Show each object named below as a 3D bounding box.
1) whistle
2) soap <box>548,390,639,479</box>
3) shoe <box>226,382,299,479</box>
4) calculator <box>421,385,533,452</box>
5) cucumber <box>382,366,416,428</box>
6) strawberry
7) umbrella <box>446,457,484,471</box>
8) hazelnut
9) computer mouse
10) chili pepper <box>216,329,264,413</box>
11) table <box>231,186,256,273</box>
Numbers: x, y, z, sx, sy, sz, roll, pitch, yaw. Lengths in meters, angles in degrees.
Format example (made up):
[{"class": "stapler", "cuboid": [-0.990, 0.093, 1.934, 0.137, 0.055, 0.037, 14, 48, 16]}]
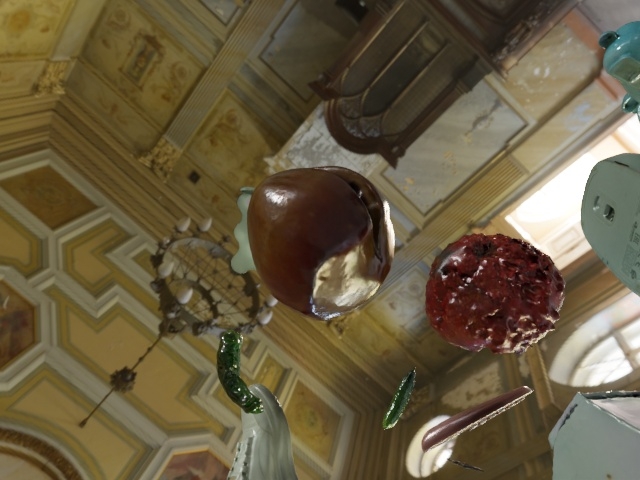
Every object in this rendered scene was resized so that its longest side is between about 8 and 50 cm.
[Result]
[{"class": "whistle", "cuboid": [0.540, -0.239, 0.698, 0.273, 0.186, 0.093, 32, -116, 0]}, {"class": "soap", "cuboid": [0.367, 0.336, 0.350, 0.156, 0.262, 0.446, 3, -150, -20]}, {"class": "shoe", "cuboid": [-0.134, 0.455, 0.908, 0.159, 0.124, 0.317, -7, -116, -38]}, {"class": "calculator", "cuboid": [0.407, 0.461, 1.210, 0.048, 0.329, 0.220, 63, 180, 29]}, {"class": "cucumber", "cuboid": [0.187, 0.363, 1.067, 0.037, 0.155, 0.037, 28, 165, 8]}, {"class": "strawberry", "cuboid": [0.318, 0.088, 0.882, 0.221, 0.274, 0.274, 60, -157, -16]}, {"class": "umbrella", "cuboid": [0.459, 0.715, 1.470, 0.022, 0.122, 0.013, 19, -101, -55]}, {"class": "hazelnut", "cuboid": [0.000, 0.000, 0.668, 0.217, 0.217, 0.251, 55, -157, 18]}, {"class": "computer mouse", "cuboid": [0.447, -0.028, 0.625, 0.096, 0.160, 0.288, 4, -157, 6]}, {"class": "chili pepper", "cuboid": [-0.159, 0.256, 0.875, 0.050, 0.073, 0.182, 39, -165, -53]}, {"class": "table", "cuboid": [-0.126, -0.014, 1.107, 0.166, 0.166, 0.199, 11, -99, -48]}]
